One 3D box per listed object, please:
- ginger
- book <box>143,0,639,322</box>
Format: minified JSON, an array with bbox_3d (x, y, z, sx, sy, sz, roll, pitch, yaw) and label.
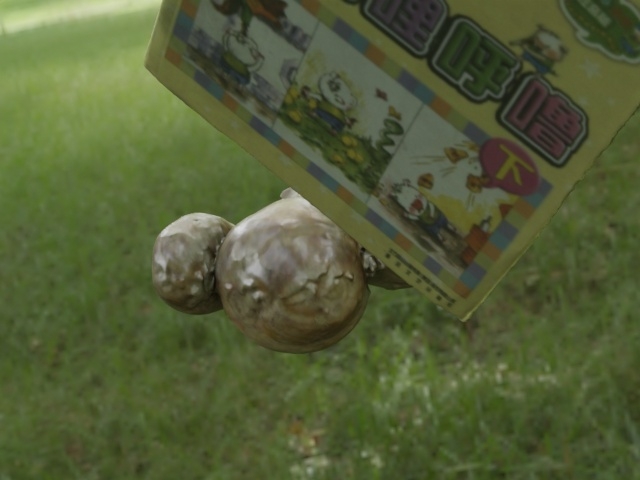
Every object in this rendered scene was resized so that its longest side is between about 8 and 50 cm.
[{"bbox_3d":[0.000,0.000,1.298,0.304,0.155,0.244,-23,31,-23],"label":"ginger"},{"bbox_3d":[0.021,-0.069,0.481,0.013,0.168,0.192,-46,-9,-35],"label":"book"}]
